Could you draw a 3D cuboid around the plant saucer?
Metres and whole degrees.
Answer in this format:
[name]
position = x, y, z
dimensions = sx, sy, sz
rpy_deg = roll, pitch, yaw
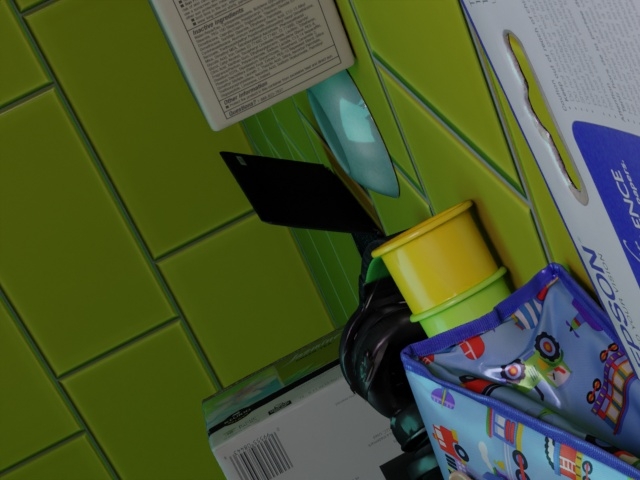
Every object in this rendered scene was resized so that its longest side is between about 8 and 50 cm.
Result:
[plant saucer]
position = 0.025, -0.125, 1.453
dimensions = 0.195, 0.037, 0.195
rpy_deg = 62, 174, 11

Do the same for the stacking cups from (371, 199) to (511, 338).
[stacking cups]
position = 0.153, 0.127, 1.104
dimensions = 0.316, 0.096, 0.096
rpy_deg = 63, 175, -2

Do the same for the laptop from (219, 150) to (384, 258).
[laptop]
position = 0.000, 0.000, 1.805
dimensions = 0.264, 0.137, 0.234
rpy_deg = 66, 175, -32

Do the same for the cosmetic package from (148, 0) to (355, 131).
[cosmetic package]
position = -0.097, -0.272, 1.224
dimensions = 0.113, 0.160, 0.309
rpy_deg = 58, 172, 52

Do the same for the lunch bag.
[lunch bag]
position = 0.200, 0.180, 0.821
dimensions = 0.293, 0.138, 0.221
rpy_deg = 38, 153, 57

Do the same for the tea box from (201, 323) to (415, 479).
[tea box]
position = 0.023, 0.281, 1.938
dimensions = 0.220, 0.329, 0.323
rpy_deg = 63, 175, -7

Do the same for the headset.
[headset]
position = 0.092, 0.173, 1.406
dimensions = 0.243, 0.185, 0.394
rpy_deg = -125, 22, -45

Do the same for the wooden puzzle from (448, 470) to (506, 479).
[wooden puzzle]
position = 0.113, 0.188, 0.854
dimensions = 0.078, 0.014, 0.116
rpy_deg = 25, 143, 46

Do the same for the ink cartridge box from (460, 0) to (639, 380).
[ink cartridge box]
position = 0.141, -0.047, 0.471
dimensions = 0.303, 0.072, 0.307
rpy_deg = 63, 178, -14
